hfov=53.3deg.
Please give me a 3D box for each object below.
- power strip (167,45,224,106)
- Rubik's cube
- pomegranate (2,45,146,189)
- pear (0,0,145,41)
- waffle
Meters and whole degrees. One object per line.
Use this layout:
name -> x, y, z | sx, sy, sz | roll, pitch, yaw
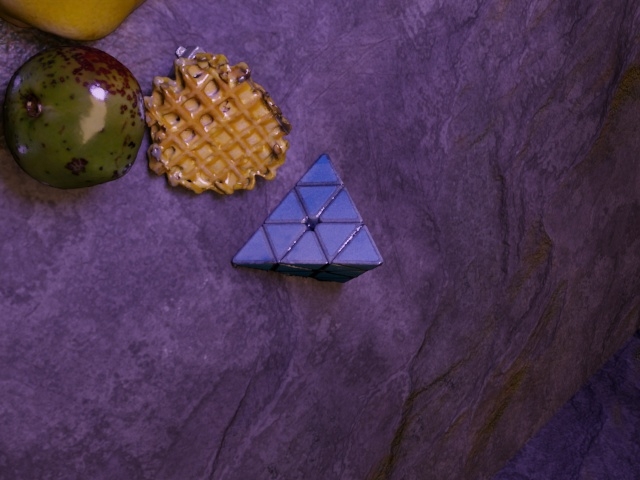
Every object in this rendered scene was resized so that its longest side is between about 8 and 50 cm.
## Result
power strip -> -0.193, -0.273, 1.148 | 0.175, 0.042, 0.075 | 37, 78, -40
Rubik's cube -> -0.002, 0.000, 1.326 | 0.228, 0.229, 0.233 | 39, 120, -3
pomegranate -> -0.348, -0.186, 0.973 | 0.248, 0.214, 0.214 | -23, 123, -69
pear -> -0.330, -0.477, 0.879 | 0.340, 0.191, 0.386 | -1, 104, -38
waffle -> -0.177, -0.196, 1.129 | 0.280, 0.060, 0.262 | -2, 125, -25
